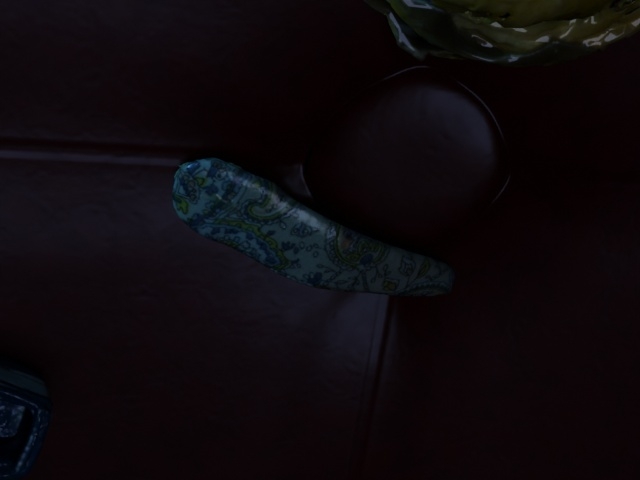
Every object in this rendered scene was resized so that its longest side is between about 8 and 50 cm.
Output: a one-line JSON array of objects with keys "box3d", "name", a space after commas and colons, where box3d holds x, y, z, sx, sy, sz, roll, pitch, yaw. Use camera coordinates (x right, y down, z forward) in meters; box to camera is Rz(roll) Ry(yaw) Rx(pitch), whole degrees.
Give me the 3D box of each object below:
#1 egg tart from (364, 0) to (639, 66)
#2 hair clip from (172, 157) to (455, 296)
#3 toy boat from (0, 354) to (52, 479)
[{"box3d": [0.127, -0.218, 0.744, 0.291, 0.107, 0.290, -4, 123, -5], "name": "egg tart"}, {"box3d": [0.000, 0.001, 0.891, 0.229, 0.036, 0.066, 21, 119, -20], "name": "hair clip"}, {"box3d": [-0.338, 0.095, 0.866, 0.299, 0.061, 0.096, 17, 115, -19], "name": "toy boat"}]
